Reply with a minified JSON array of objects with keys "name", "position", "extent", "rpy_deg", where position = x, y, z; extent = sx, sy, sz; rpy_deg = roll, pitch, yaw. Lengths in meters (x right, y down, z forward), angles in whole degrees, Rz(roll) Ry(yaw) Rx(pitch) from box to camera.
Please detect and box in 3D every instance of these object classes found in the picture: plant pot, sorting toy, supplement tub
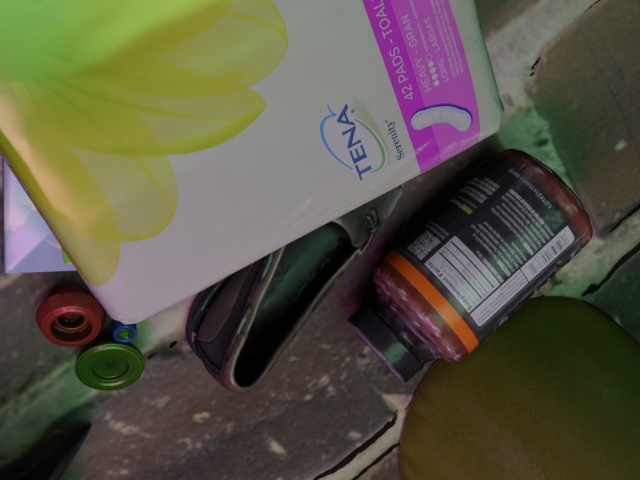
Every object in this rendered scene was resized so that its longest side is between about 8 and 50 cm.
[{"name":"plant pot","position":[0.253,0.231,0.731],"extent":[0.274,0.293,0.275],"rpy_deg":[-8,113,-19]},{"name":"sorting toy","position":[-0.166,0.064,0.639],"extent":[0.061,0.042,0.102],"rpy_deg":[-23,131,5]},{"name":"supplement tub","position":[0.116,0.025,0.700],"extent":[0.198,0.106,0.106],"rpy_deg":[-42,120,-2]}]

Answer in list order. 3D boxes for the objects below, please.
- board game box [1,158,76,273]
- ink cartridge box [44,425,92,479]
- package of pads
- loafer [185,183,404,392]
[{"name":"board game box","position":[-0.135,-0.084,0.588],"extent":[0.160,0.039,0.212],"rpy_deg":[-2,112,-23]},{"name":"ink cartridge box","position":[-0.229,0.241,0.584],"extent":[0.045,0.206,0.208],"rpy_deg":[43,90,-7]},{"name":"package of pads","position":[-0.049,-0.106,0.522],"extent":[0.296,0.101,0.229],"rpy_deg":[-27,124,-6]},{"name":"loafer","position":[0.000,0.000,0.651],"extent":[0.096,0.084,0.268],"rpy_deg":[32,96,-30]}]
